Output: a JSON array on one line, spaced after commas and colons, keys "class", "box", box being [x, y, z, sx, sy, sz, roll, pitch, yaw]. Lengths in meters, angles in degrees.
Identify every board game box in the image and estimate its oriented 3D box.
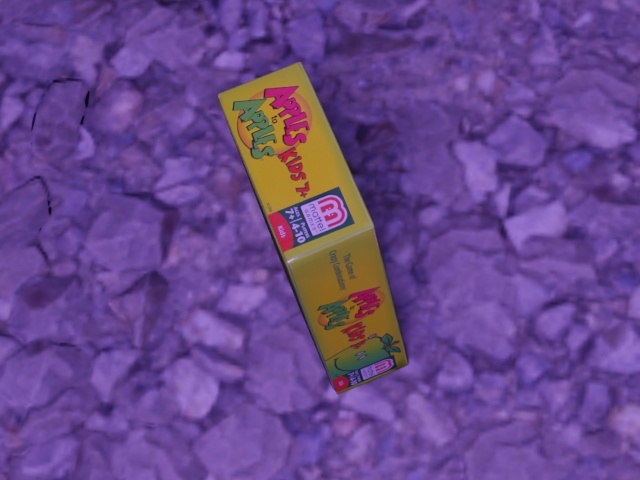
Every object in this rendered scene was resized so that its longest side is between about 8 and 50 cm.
[{"class": "board game box", "box": [0.000, 0.000, 0.827, 0.043, 0.181, 0.092, -22, 65, -2]}]
